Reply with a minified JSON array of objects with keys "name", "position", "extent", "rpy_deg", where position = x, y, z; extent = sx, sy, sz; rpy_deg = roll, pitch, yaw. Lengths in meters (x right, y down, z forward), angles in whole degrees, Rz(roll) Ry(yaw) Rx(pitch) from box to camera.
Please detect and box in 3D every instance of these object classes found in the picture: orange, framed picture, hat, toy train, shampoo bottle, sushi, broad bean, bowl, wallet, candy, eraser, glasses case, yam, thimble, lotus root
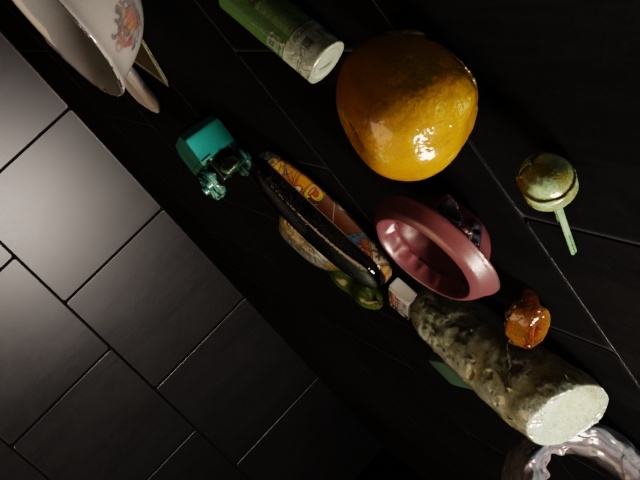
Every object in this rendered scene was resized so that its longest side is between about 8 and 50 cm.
[{"name":"orange","position":[0.088,-0.137,0.954],"extent":[0.154,0.134,0.155],"rpy_deg":[158,90,-80]},{"name":"framed picture","position":[-0.384,-0.395,1.894],"extent":[0.183,0.011,0.142],"rpy_deg":[37,166,29]},{"name":"hat","position":[0.161,-0.004,1.234],"extent":[0.205,0.089,0.205],"rpy_deg":[37,163,13]},{"name":"toy train","position":[-0.216,-0.168,1.895],"extent":[0.154,0.107,0.198],"rpy_deg":[53,168,-5]},{"name":"shampoo bottle","position":[-0.068,-0.273,1.129],"extent":[0.204,0.065,0.065],"rpy_deg":[42,168,13]},{"name":"sushi","position":[0.283,0.114,1.310],"extent":[0.055,0.052,0.120],"rpy_deg":[38,166,30]},{"name":"broad bean","position":[0.040,0.064,1.955],"extent":[0.098,0.056,0.318],"rpy_deg":[45,175,-34]},{"name":"bowl","position":[-0.385,-0.408,1.500],"extent":[0.345,0.157,0.345],"rpy_deg":[41,167,12]},{"name":"wallet","position":[-0.424,-0.363,2.088],"extent":[0.124,0.032,0.183],"rpy_deg":[32,165,44]},{"name":"candy","position":[0.248,-0.029,0.982],"extent":[0.061,0.061,0.202],"rpy_deg":[36,174,33]},{"name":"eraser","position":[0.155,0.110,1.779],"extent":[0.052,0.029,0.122],"rpy_deg":[40,168,16]},{"name":"glasses case","position":[-0.001,-0.036,1.671],"extent":[0.321,0.082,0.122],"rpy_deg":[43,167,11]},{"name":"yam","position":[0.266,0.176,1.427],"extent":[0.330,0.133,0.133],"rpy_deg":[40,168,34]},{"name":"thimble","position":[0.405,0.386,1.465],"extent":[0.236,0.205,0.172],"rpy_deg":[43,167,10]},{"name":"glasses case","position":[0.275,0.249,1.825],"extent":[0.078,0.039,0.184],"rpy_deg":[45,168,-7]},{"name":"lotus root","position":[0.000,0.000,1.785],"extent":[0.192,0.088,0.113],"rpy_deg":[41,161,9]}]
